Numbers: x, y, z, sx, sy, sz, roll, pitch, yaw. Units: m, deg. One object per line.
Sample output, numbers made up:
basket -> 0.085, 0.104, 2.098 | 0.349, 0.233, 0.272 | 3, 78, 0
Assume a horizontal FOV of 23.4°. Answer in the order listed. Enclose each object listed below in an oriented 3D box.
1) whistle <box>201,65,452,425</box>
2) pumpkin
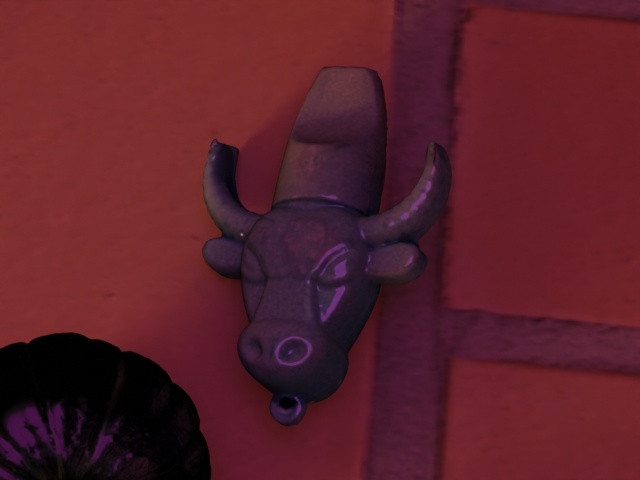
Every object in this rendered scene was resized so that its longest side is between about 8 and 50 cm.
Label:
whistle -> 0.000, 0.000, 1.105 | 0.186, 0.093, 0.274 | 1, 68, 23
pumpkin -> -0.168, 0.156, 1.013 | 0.194, 0.150, 0.194 | -1, 81, 3
